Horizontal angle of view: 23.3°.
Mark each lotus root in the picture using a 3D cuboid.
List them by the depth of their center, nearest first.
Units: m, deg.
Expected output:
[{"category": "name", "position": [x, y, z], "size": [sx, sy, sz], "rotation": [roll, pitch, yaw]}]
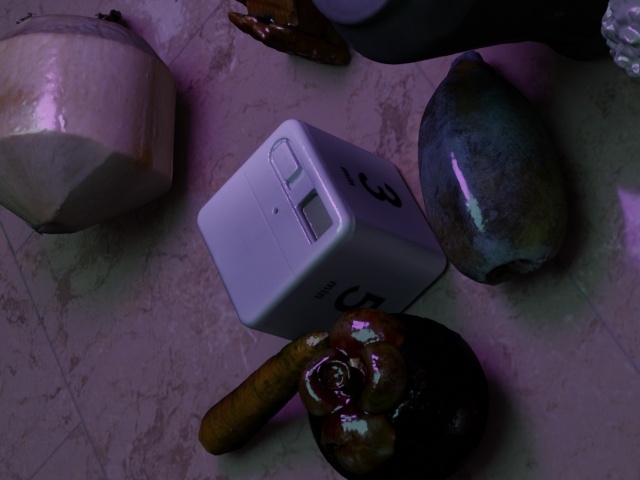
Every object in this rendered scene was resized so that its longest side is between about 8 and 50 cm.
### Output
[{"category": "lotus root", "position": [0.184, -0.100, 1.774], "size": [0.158, 0.140, 0.322], "rotation": [-33, 53, 31]}]

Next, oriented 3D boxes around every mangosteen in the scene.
[{"category": "mangosteen", "position": [0.067, 0.170, 1.711], "size": [0.211, 0.250, 0.211], "rotation": [-15, 64, 32]}]

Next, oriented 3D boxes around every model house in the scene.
[{"category": "model house", "position": [-0.063, -0.343, 2.058], "size": [0.199, 0.219, 0.229], "rotation": [9, 127, 37]}]

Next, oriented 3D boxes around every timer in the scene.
[{"category": "timer", "position": [0.000, 0.000, 1.869], "size": [0.194, 0.195, 0.192], "rotation": [-44, 50, 22]}]

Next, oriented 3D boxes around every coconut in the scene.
[{"category": "coconut", "position": [-0.348, -0.152, 2.180], "size": [0.323, 0.323, 0.323], "rotation": [-16, 65, 39]}]

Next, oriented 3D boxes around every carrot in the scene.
[{"category": "carrot", "position": [-0.067, 0.181, 1.894], "size": [0.314, 0.066, 0.066], "rotation": [-48, 45, 48]}]

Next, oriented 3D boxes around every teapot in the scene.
[{"category": "teapot", "position": [0.207, -0.326, 1.659], "size": [0.376, 0.361, 0.306], "rotation": [20, 105, 56]}]

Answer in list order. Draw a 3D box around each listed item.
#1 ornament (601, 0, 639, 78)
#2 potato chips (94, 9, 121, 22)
[{"category": "ornament", "position": [0.381, -0.132, 1.518], "size": [0.130, 0.285, 0.120], "rotation": [-18, 19, 48]}, {"category": "potato chips", "position": [-0.338, -0.322, 2.349], "size": [0.092, 0.028, 0.207], "rotation": [-45, 10, -6]}]
